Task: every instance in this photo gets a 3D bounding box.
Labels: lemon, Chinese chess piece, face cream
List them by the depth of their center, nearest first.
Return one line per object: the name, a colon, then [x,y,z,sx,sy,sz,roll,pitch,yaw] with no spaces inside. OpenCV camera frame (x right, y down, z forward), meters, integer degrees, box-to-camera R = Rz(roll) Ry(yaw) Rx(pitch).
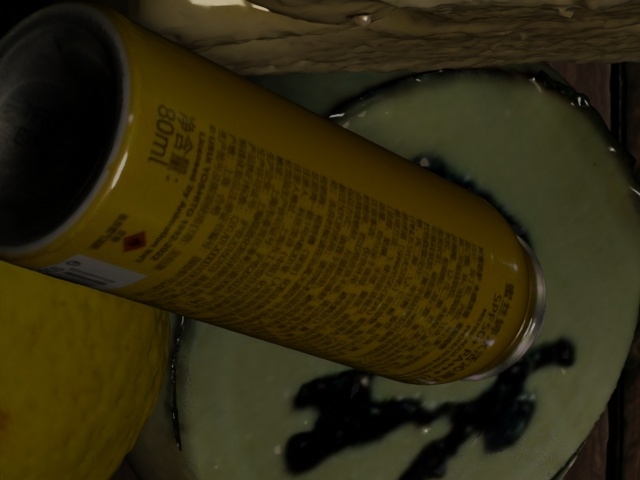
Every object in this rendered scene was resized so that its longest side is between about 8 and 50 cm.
face cream: [0.000,0.000,0.689,0.349,0.105,0.105,22,98,-49]
lemon: [-0.197,0.043,0.702,0.267,0.267,0.267,-12,116,-26]
Chinese chess piece: [0.033,0.036,0.904,0.349,0.146,0.349,-12,116,-26]

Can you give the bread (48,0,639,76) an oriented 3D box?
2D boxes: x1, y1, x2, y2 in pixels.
bread: [0.068,-0.268,0.663,0.390,0.279,0.371,-4,92,-32]
